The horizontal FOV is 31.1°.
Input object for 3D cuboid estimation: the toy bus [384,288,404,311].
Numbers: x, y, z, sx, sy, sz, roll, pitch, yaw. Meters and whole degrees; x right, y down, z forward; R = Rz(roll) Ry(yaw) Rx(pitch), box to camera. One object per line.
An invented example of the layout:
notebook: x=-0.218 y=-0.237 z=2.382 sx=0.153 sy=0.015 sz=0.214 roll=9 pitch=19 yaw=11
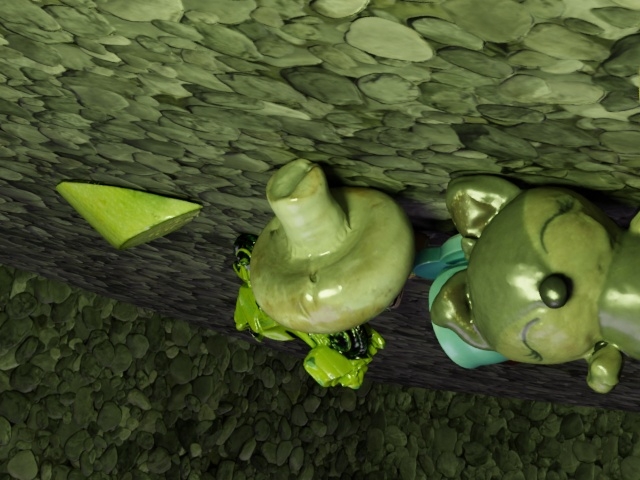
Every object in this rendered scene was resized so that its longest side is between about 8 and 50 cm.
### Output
toy bus: x=0.067 y=0.076 z=2.128 sx=0.178 sy=0.087 sz=0.098 roll=3 pitch=159 yaw=44

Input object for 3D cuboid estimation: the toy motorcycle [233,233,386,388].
toy motorcycle: x=-0.045 y=0.142 z=2.100 sx=0.342 sy=0.142 sz=0.206 roll=37 pitch=148 yaw=26

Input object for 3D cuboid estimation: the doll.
doll: x=0.334 y=0.068 z=1.475 sx=0.382 sy=0.252 sz=0.378 roll=15 pitch=169 yaw=18

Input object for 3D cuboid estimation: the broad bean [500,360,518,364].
broad bean: x=0.356 y=0.170 z=2.212 sx=0.156 sy=0.122 sz=0.228 roll=-26 pitch=155 yaw=28

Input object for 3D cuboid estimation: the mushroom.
mushroom: x=0.000 y=0.000 z=1.580 sx=0.243 sy=0.244 sz=0.243 roll=11 pitch=168 yaw=2

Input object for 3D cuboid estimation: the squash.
squash: x=-0.336 y=-0.069 z=2.005 sx=0.204 sy=0.155 sz=0.237 roll=-23 pitch=176 yaw=-17

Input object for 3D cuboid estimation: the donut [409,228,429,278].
donut: x=0.115 y=0.018 z=1.860 sx=0.117 sy=0.065 sz=0.166 roll=11 pitch=166 yaw=-8

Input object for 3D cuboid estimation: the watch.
watch: x=0.250 y=0.089 z=1.702 sx=0.211 sy=0.193 sz=0.211 roll=-1 pitch=161 yaw=0
